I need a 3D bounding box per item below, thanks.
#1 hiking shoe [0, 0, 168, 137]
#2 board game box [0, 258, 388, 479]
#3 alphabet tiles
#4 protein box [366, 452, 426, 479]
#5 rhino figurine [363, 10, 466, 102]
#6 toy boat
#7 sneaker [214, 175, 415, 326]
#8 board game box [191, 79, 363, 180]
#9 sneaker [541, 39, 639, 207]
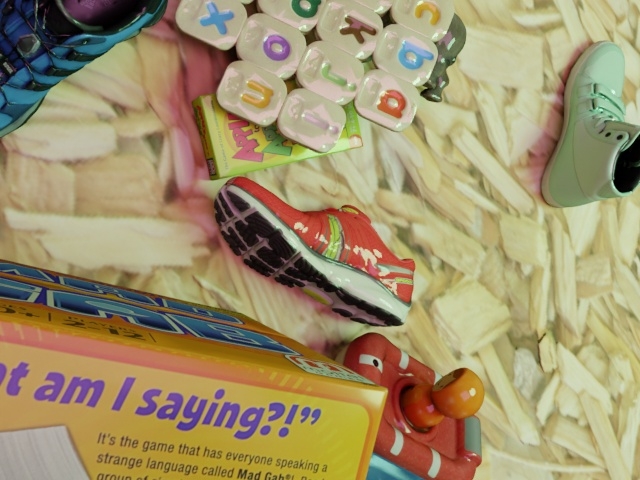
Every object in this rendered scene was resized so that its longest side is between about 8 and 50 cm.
[{"bbox_3d":[-0.267,-0.194,0.592,0.304,0.132,0.113,-44,108,-16],"label":"hiking shoe"},{"bbox_3d":[-0.221,0.216,0.511,0.357,0.356,0.355,16,86,-23],"label":"board game box"},{"bbox_3d":[-0.001,-0.247,0.705,0.278,0.021,0.283,22,83,-8],"label":"alphabet tiles"},{"bbox_3d":[0.024,0.304,0.696,0.200,0.201,0.135,34,66,-22],"label":"protein box"},{"bbox_3d":[0.070,-0.269,0.770,0.243,0.073,0.106,26,87,-16],"label":"rhino figurine"},{"bbox_3d":[0.125,0.192,0.756,0.231,0.151,0.150,34,41,-23],"label":"toy boat"},{"bbox_3d":[0.000,0.000,0.756,0.279,0.107,0.118,34,61,-25],"label":"sneaker"},{"bbox_3d":[-0.046,-0.134,0.741,0.182,0.043,0.092,-16,99,-22],"label":"board game box"},{"bbox_3d":[0.409,-0.166,0.882,0.094,0.151,0.255,20,83,-22],"label":"sneaker"}]
